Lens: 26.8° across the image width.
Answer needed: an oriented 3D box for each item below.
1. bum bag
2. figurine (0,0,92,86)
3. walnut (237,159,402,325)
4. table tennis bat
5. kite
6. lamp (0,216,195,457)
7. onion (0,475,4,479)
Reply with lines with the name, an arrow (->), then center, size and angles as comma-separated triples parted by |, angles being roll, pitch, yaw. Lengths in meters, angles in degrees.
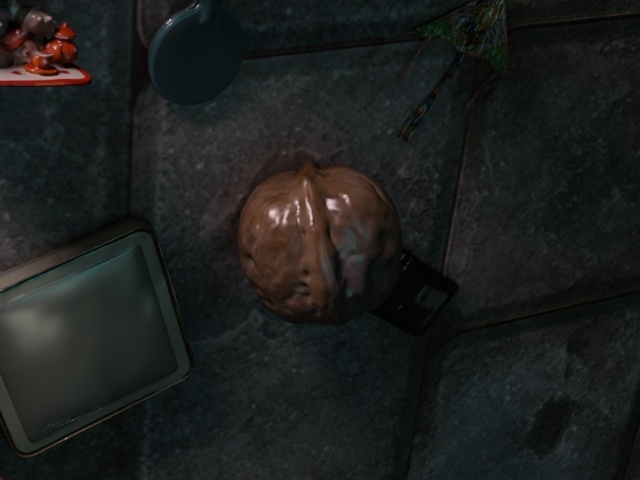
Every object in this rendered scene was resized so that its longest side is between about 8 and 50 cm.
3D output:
bum bag -> 0.129, 0.078, 1.968 | 0.109, 0.026, 0.159 | -51, 137, 7
figurine -> -0.330, -0.286, 1.363 | 0.183, 0.160, 0.226 | -4, 113, -32
walnut -> 0.000, 0.000, 1.720 | 0.224, 0.224, 0.224 | -16, 127, -23
table tennis bat -> -0.139, -0.250, 1.574 | 0.124, 0.033, 0.201 | -9, 126, -30
kite -> 0.181, -0.234, 1.805 | 0.198, 0.006, 0.244 | 22, 106, -40
lamp -> -0.305, 0.125, 1.704 | 0.266, 0.047, 0.269 | -24, 129, -17
onion -> -0.488, 0.349, 1.607 | 0.120, 0.283, 0.227 | -24, 103, 22
